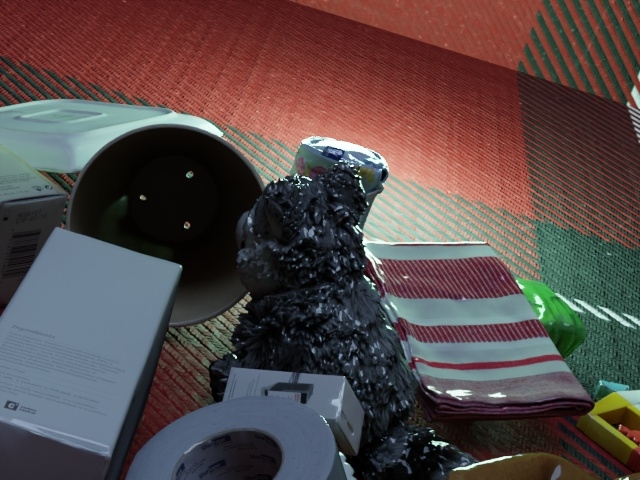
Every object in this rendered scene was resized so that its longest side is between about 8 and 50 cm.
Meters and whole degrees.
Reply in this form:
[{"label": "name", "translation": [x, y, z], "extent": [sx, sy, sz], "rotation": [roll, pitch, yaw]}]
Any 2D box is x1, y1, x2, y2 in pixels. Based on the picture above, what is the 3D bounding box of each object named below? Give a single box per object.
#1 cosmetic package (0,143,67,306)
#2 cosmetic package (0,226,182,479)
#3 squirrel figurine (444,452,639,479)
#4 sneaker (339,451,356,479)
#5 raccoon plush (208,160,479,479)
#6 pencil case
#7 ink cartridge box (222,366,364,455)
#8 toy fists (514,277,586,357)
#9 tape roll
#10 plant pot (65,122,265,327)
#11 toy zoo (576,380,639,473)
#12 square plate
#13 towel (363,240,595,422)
[{"label": "cosmetic package", "translation": [-0.471, -0.057, 1.857], "extent": [0.309, 0.160, 0.113], "rotation": [35, 28, 32]}, {"label": "cosmetic package", "translation": [-0.259, 0.170, 1.451], "extent": [0.156, 0.217, 0.385], "rotation": [17, 26, -1]}, {"label": "squirrel figurine", "translation": [0.299, 0.394, 1.296], "extent": [0.397, 0.281, 0.370], "rotation": [-5, 39, -37]}, {"label": "sneaker", "translation": [-0.013, 0.291, 1.489], "extent": [0.115, 0.105, 0.281], "rotation": [-7, 23, -19]}, {"label": "raccoon plush", "translation": [0.072, 0.102, 1.712], "extent": [0.446, 0.299, 0.216], "rotation": [24, 25, 14]}, {"label": "pencil case", "translation": [0.000, 0.000, 1.921], "extent": [0.124, 0.273, 0.113], "rotation": [20, 17, 8]}, {"label": "ink cartridge box", "translation": [-0.028, 0.188, 1.607], "extent": [0.135, 0.099, 0.056], "rotation": [3, 60, 18]}, {"label": "toy fists", "translation": [0.235, 0.115, 2.053], "extent": [0.279, 0.096, 0.142], "rotation": [7, 19, -18]}, {"label": "tape roll", "translation": [-0.083, 0.250, 1.448], "extent": [0.219, 0.072, 0.219], "rotation": [-11, 31, 7]}, {"label": "plant pot", "translation": [-0.197, -0.040, 1.943], "extent": [0.256, 0.256, 0.274], "rotation": [15, 8, -7]}, {"label": "toy zoo", "translation": [0.475, 0.277, 1.944], "extent": [0.192, 0.030, 0.293], "rotation": [-7, 33, -43]}, {"label": "square plate", "translation": [-0.379, -0.160, 2.139], "extent": [0.344, 0.049, 0.347], "rotation": [9, 16, 31]}, {"label": "towel", "translation": [0.190, 0.108, 1.919], "extent": [0.237, 0.037, 0.329], "rotation": [1, 39, -25]}]
